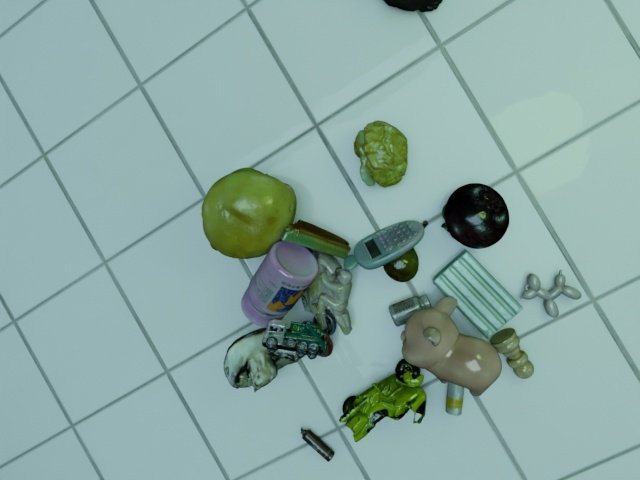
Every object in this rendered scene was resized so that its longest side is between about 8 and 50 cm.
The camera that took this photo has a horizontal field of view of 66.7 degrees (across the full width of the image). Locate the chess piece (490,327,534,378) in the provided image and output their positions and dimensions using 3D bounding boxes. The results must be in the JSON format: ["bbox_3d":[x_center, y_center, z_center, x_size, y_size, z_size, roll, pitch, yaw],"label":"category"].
[{"bbox_3d":[0.654,0.391,1.641,0.094,0.094,0.170,-31,93,11],"label":"chess piece"}]

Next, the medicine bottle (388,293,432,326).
[{"bbox_3d":[0.315,0.240,1.695,0.140,0.079,0.079,-24,90,12],"label":"medicine bottle"}]

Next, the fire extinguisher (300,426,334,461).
[{"bbox_3d":[-0.019,0.754,1.812,0.158,0.043,0.064,41,142,6],"label":"fire extinguisher"}]

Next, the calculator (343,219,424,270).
[{"bbox_3d":[0.212,0.020,1.651,0.299,0.185,0.041,-29,117,4],"label":"calculator"}]

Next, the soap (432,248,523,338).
[{"bbox_3d":[0.527,0.179,1.647,0.160,0.087,0.265,-45,85,11],"label":"soap"}]

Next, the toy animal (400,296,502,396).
[{"bbox_3d":[0.414,0.352,1.568,0.326,0.237,0.269,8,120,31],"label":"toy animal"}]

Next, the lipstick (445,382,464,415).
[{"bbox_3d":[0.475,0.471,1.693,0.059,0.059,0.264,5,94,10],"label":"lipstick"}]

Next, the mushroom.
[{"bbox_3d":[-0.214,0.417,1.753,0.267,0.164,0.189,-35,81,-9],"label":"mushroom"}]

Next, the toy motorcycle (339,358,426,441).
[{"bbox_3d":[0.237,0.579,1.706,0.342,0.142,0.206,-37,49,11],"label":"toy motorcycle"}]

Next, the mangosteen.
[{"bbox_3d":[0.500,-0.069,1.588,0.216,0.216,0.216,1,94,10],"label":"mangosteen"}]

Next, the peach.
[{"bbox_3d":[-0.245,-0.095,1.669,0.314,0.281,0.316,14,110,-12],"label":"peach"}]

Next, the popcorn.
[{"bbox_3d":[0.204,-0.288,1.622,0.183,0.204,0.221,-13,77,11],"label":"popcorn"}]

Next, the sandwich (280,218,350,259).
[{"bbox_3d":[0.000,0.000,1.651,0.212,0.245,0.063,24,102,8],"label":"sandwich"}]

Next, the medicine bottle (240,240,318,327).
[{"bbox_3d":[-0.146,0.153,1.671,0.178,0.178,0.291,39,127,6],"label":"medicine bottle"}]

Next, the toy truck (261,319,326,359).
[{"bbox_3d":[-0.085,0.328,1.653,0.216,0.110,0.116,9,65,1],"label":"toy truck"}]

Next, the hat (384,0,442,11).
[{"bbox_3d":[0.269,-0.909,1.558,0.238,0.209,0.336,-25,88,14],"label":"hat"}]

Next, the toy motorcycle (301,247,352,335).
[{"bbox_3d":[0.025,0.173,1.711,0.223,0.108,0.341,-12,97,34],"label":"toy motorcycle"}]

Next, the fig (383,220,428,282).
[{"bbox_3d":[0.303,0.030,1.679,0.124,0.124,0.236,27,76,7],"label":"fig"}]

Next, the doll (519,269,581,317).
[{"bbox_3d":[0.755,0.170,1.620,0.161,0.059,0.160,-42,86,11],"label":"doll"}]

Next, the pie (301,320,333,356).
[{"bbox_3d":[-0.017,0.355,1.752,0.154,0.036,0.154,25,135,28],"label":"pie"}]
